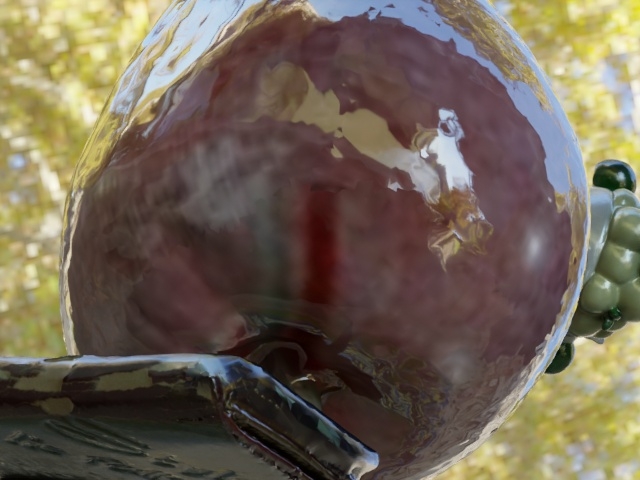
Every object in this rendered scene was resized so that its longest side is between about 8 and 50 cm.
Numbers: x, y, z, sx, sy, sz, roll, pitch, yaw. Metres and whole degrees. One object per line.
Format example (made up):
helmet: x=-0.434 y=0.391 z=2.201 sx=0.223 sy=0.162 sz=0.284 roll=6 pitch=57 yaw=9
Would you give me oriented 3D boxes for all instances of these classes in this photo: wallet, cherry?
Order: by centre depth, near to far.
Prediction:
wallet: x=-0.105 y=0.069 z=0.654 sx=0.232 sy=0.122 sz=0.031 roll=-3 pitch=-116 yaw=25
cherry: x=0.000 y=0.000 z=0.792 sx=0.236 sy=0.213 sz=0.285 roll=-30 pitch=-142 yaw=22

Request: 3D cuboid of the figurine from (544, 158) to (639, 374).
figurine: x=0.162 y=0.015 z=1.231 sx=0.197 sy=0.093 sz=0.147 roll=165 pitch=-54 yaw=-81
